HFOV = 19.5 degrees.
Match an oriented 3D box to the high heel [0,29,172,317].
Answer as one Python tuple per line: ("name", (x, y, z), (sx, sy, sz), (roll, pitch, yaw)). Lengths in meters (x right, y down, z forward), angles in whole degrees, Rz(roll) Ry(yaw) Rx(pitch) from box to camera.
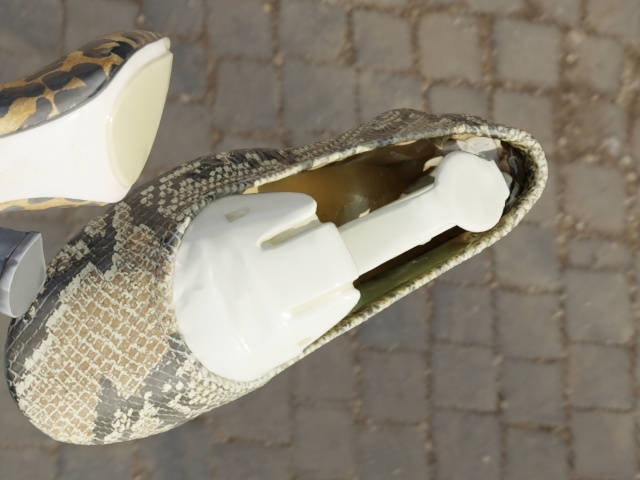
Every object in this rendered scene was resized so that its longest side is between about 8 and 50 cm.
("high heel", (-0.195, -0.064, 0.999), (0.186, 0.093, 0.261), (14, 37, 12))

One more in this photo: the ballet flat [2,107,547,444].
("ballet flat", (0.000, 0.000, 1.300), (0.483, 0.182, 0.164), (-26, 102, -46))
